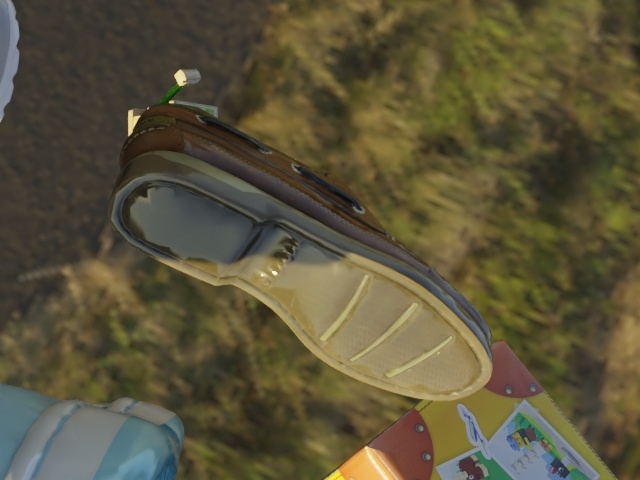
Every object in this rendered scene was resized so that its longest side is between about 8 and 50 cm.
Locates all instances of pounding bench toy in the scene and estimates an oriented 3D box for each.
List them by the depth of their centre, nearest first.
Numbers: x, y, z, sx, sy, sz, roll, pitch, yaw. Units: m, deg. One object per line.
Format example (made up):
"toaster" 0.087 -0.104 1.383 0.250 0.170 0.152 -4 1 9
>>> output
"pounding bench toy" -0.129 -0.103 1.673 0.052 0.065 0.083 5 83 -47

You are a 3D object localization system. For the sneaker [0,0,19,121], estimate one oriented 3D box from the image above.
"sneaker" -0.327 -0.091 1.478 0.115 0.105 0.281 43 70 -50

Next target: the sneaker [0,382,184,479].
"sneaker" -0.161 0.085 0.691 0.319 0.208 0.127 114 -6 -76

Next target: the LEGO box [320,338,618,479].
"LEGO box" 0.182 0.393 1.779 0.193 0.500 0.372 -35 173 -35

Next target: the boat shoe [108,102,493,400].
"boat shoe" 0.000 0.000 1.370 0.111 0.307 0.104 -42 -155 36
